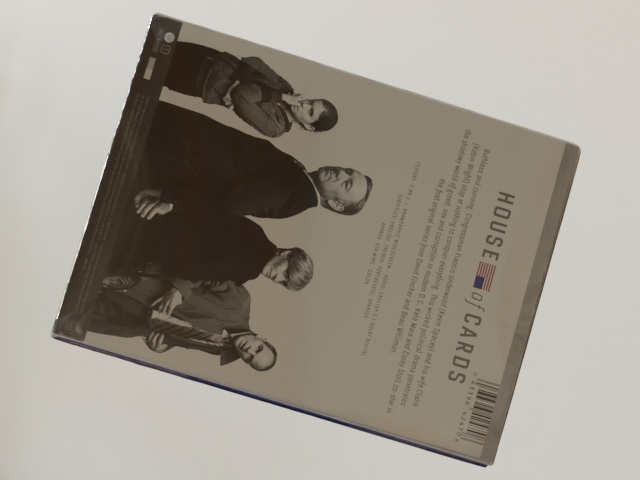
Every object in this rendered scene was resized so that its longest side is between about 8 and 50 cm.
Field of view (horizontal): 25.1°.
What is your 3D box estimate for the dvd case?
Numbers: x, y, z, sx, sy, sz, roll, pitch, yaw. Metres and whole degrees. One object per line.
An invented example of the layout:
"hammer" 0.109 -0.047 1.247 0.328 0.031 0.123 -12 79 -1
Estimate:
"dvd case" 0.000 0.000 0.756 0.239 0.179 0.029 17 -6 -4
